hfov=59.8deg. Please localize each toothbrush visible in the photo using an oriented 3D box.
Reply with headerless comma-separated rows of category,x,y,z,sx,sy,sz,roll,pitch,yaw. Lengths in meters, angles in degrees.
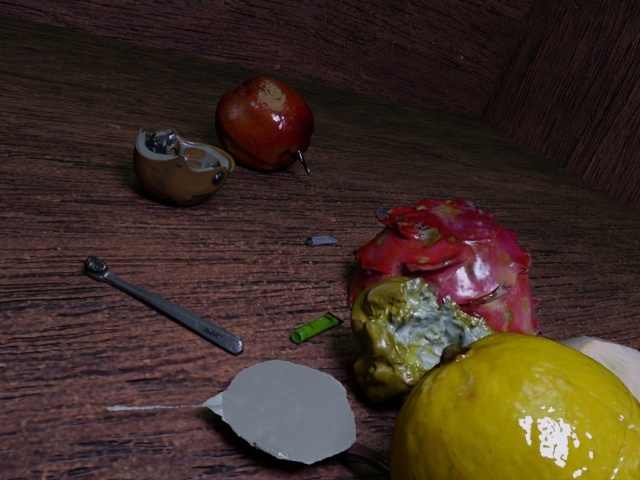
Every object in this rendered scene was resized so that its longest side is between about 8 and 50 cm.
toothbrush,-0.245,0.100,0.864,0.297,0.031,0.030,26,52,11

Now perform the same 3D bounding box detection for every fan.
fan,-0.104,0.210,0.698,0.309,0.010,0.182,5,26,-17

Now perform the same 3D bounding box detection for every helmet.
helmet,-0.302,-0.149,1.195,0.198,0.130,0.224,39,21,27

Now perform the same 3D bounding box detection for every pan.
pan,0.018,0.255,0.722,0.212,0.040,0.114,27,25,31

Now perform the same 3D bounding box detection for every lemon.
lemon,0.219,0.251,0.590,0.296,0.297,0.297,16,26,-8

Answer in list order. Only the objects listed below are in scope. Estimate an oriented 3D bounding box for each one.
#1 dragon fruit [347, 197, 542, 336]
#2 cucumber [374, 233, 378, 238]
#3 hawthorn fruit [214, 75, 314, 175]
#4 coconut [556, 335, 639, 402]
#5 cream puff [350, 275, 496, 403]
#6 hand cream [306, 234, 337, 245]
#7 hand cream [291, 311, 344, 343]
dragon fruit,0.250,0.059,1.064,0.370,0.249,0.386,11,24,-7
cucumber,0.187,0.022,1.311,0.133,0.032,0.032,21,26,5
hawthorn fruit,-0.132,-0.284,1.487,0.300,0.254,0.254,54,34,7
coconut,0.375,0.247,0.783,0.227,0.227,0.230,-9,38,-45
cream puff,0.133,0.168,0.836,0.220,0.195,0.195,34,27,5
hand cream,0.000,0.000,1.249,0.030,0.019,0.093,34,22,32
hand cream,-0.005,0.146,0.945,0.036,0.023,0.122,29,23,27
